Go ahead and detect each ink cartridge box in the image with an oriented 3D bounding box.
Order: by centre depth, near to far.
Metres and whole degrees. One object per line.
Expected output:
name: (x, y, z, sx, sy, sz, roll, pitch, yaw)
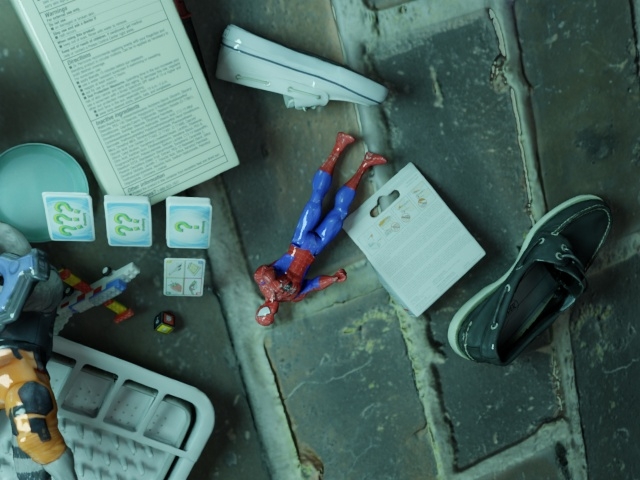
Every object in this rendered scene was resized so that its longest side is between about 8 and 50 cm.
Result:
ink cartridge box: (0.131, 0.000, 1.143, 0.145, 0.045, 0.179, -41, 95, -9)

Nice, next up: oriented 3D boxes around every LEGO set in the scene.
LEGO set: (-0.226, 0.044, 0.925, 0.183, 0.060, 0.244, 2, 140, -11)

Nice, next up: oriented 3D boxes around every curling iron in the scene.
curling iron: (-0.163, -0.283, 0.947, 0.068, 0.035, 0.273, -17, 107, -18)

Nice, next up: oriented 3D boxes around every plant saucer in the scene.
plant saucer: (-0.338, -0.057, 0.931, 0.119, 0.021, 0.119, -5, 104, -21)

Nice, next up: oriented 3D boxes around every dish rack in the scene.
dish rack: (-0.322, 0.291, 0.989, 0.286, 0.072, 0.332, 27, 90, -26)

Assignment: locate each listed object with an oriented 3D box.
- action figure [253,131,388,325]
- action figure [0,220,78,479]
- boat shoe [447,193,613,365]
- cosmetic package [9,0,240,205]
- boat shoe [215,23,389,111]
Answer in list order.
action figure: (0.000, 0.000, 1.028, 0.091, 0.139, 0.280, 30, 91, -24)
action figure: (-0.379, 0.135, 0.848, 0.178, 0.342, 0.330, 20, 64, -60)
boat shoe: (0.347, 0.064, 1.196, 0.340, 0.113, 0.127, -39, 113, -11)
cosmetic package: (-0.231, -0.200, 0.896, 0.160, 0.113, 0.309, -26, 110, -16)
boat shoe: (-0.026, -0.205, 1.008, 0.226, 0.083, 0.075, 18, 106, -14)
